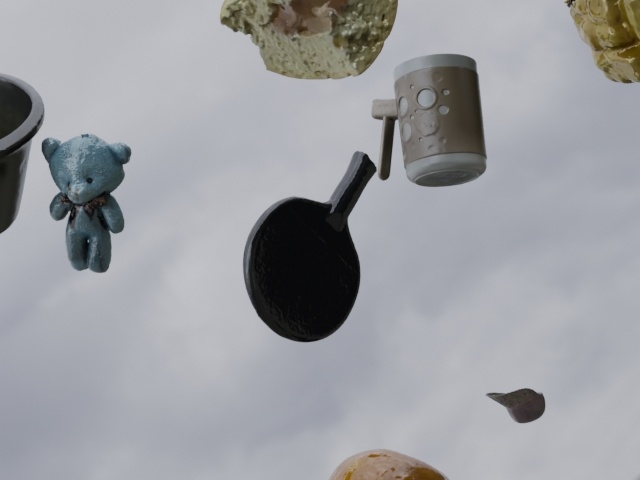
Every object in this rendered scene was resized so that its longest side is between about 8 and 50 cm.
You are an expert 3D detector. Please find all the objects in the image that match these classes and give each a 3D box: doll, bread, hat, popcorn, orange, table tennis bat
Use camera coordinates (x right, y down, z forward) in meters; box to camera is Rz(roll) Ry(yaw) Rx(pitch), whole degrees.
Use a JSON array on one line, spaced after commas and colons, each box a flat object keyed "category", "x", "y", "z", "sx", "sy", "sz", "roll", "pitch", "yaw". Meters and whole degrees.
[{"category": "doll", "x": -0.301, "y": -0.046, "z": 1.710, "sx": 0.075, "sy": 0.120, "sz": 0.179, "roll": -27, "pitch": -59, "yaw": -79}, {"category": "bread", "x": 0.005, "y": -0.361, "z": 2.006, "sx": 0.183, "sy": 0.224, "sz": 0.211, "roll": 50, "pitch": -119, "yaw": -24}, {"category": "hat", "x": 0.251, "y": 0.213, "z": 1.724, "sx": 0.087, "sy": 0.042, "sz": 0.058, "roll": 9, "pitch": -16, "yaw": -43}, {"category": "popcorn", "x": 0.360, "y": -0.232, "z": 1.287, "sx": 0.250, "sy": 0.250, "sz": 0.190, "roll": -20, "pitch": -67, "yaw": -32}, {"category": "orange", "x": 0.079, "y": 0.308, "z": 1.515, "sx": 0.136, "sy": 0.159, "sz": 0.159, "roll": -68, "pitch": -26, "yaw": -16}, {"category": "table tennis bat", "x": 0.000, "y": 0.000, "z": 1.435, "sx": 0.150, "sy": 0.027, "sz": 0.236, "roll": 45, "pitch": -123, "yaw": -25}]

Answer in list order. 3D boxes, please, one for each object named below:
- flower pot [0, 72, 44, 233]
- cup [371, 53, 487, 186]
[{"category": "flower pot", "x": -0.486, "y": -0.097, "z": 1.764, "sx": 0.269, "sy": 0.269, "sz": 0.166, "roll": -23, "pitch": -49, "yaw": -28}, {"category": "cup", "x": 0.088, "y": -0.097, "z": 1.145, "sx": 0.102, "sy": 0.099, "sz": 0.074, "roll": -9, "pitch": -13, "yaw": 16}]
